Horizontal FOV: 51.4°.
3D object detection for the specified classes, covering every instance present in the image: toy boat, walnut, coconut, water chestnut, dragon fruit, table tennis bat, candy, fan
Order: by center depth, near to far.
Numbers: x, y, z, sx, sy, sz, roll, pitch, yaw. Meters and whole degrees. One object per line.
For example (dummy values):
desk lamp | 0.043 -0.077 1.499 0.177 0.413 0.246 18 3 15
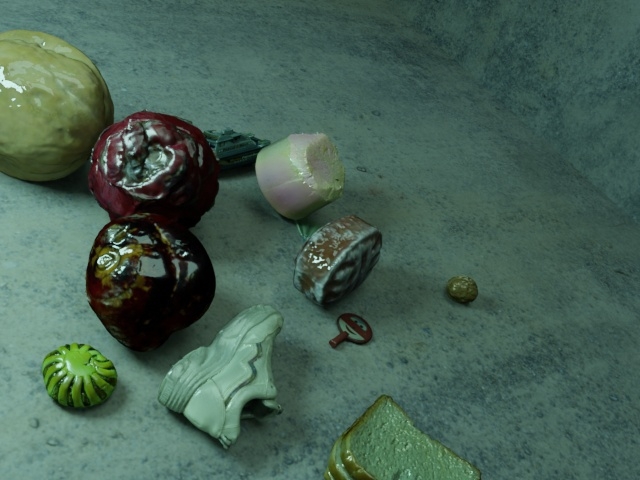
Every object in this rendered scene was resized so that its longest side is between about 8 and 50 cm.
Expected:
water chestnut | -0.357 0.084 1.394 0.289 0.244 0.289 15 46 -16
dragon fruit | -0.396 -0.157 1.596 0.329 0.329 0.329 17 38 -14
walnut | -0.690 -0.320 1.601 0.381 0.381 0.381 17 38 -14
table tennis bat | 0.072 0.230 1.670 0.098 0.019 0.154 41 36 18
candy | 0.044 0.047 1.705 0.157 0.214 0.289 35 36 19
coconut | -0.067 -0.185 1.900 0.233 0.245 0.233 20 61 -41
fan | 0.000 0.000 1.908 0.131 0.009 0.240 -9 49 -42
walnut | 0.411 0.142 1.939 0.096 0.082 0.079 21 9 -7
toy boat | -0.287 -0.264 1.952 0.114 0.122 0.296 23 30 40

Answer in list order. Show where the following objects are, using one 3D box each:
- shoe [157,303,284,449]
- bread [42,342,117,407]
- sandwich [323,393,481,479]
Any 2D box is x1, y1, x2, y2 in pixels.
shoe | -0.154 0.282 1.380 0.210 0.132 0.342 40 42 10
bread | -0.458 0.252 1.266 0.130 0.071 0.139 -15 54 -37
sandwich | 0.167 0.476 1.361 0.288 0.099 0.254 37 31 12
